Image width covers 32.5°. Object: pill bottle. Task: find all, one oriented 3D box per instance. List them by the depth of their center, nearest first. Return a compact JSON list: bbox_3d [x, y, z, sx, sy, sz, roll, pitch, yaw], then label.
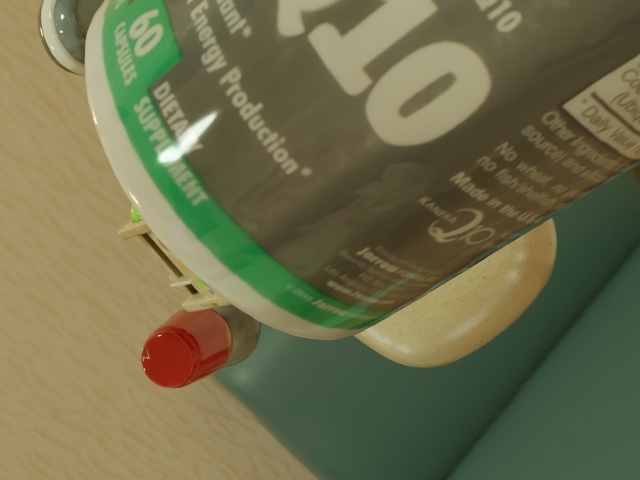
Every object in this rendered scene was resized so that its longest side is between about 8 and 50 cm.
[{"bbox_3d":[0.090,-0.125,0.447,0.361,0.204,0.204,-35,31,28],"label":"pill bottle"}]

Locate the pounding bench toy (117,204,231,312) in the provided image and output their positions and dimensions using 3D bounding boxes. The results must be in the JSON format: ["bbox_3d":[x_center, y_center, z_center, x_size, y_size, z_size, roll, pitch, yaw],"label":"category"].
[{"bbox_3d":[-0.070,-0.004,0.571,0.083,0.065,0.052,-15,31,52],"label":"pounding bench toy"}]

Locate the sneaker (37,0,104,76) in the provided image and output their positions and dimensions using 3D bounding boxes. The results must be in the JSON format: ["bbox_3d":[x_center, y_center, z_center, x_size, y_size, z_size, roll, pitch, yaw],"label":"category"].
[{"bbox_3d":[-0.061,-0.207,0.868,0.295,0.124,0.178,-28,15,-34],"label":"sneaker"}]

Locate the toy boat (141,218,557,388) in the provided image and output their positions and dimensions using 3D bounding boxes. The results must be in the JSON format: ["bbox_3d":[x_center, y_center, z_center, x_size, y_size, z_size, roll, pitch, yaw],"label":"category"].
[{"bbox_3d":[0.000,0.000,0.829,0.318,0.267,0.148,-38,-4,17],"label":"toy boat"}]
